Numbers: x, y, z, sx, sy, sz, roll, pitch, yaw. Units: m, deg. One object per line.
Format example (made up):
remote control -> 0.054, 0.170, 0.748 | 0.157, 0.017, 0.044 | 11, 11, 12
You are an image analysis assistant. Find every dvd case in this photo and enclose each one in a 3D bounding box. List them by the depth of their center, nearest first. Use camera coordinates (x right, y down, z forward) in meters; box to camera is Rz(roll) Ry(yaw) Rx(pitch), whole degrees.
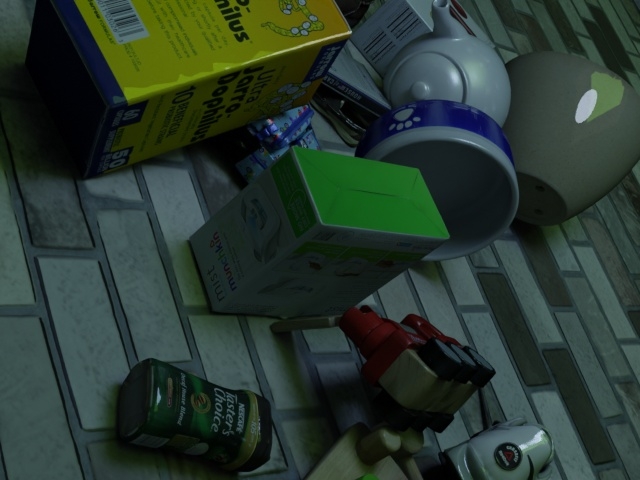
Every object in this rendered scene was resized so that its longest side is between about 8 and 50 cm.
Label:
dvd case -> 0.006, -0.316, 1.818 | 0.239, 0.029, 0.179 | 27, 24, -31

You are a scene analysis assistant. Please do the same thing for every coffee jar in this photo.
coffee jar -> -0.141, 0.209, 1.215 | 0.184, 0.079, 0.096 | 24, 44, -34

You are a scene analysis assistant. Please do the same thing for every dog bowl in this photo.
dog bowl -> 0.182, -0.094, 1.668 | 0.265, 0.265, 0.104 | 33, 37, -25

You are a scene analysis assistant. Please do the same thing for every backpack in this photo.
backpack -> -0.069, -0.150, 1.568 | 0.173, 0.117, 0.158 | 53, 36, -5

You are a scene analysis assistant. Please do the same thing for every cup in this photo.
cup -> 0.449, -0.171, 2.031 | 0.331, 0.331, 0.237 | 40, 63, -17

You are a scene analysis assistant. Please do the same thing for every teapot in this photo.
teapot -> 0.206, -0.254, 1.846 | 0.256, 0.253, 0.187 | 59, 26, 9

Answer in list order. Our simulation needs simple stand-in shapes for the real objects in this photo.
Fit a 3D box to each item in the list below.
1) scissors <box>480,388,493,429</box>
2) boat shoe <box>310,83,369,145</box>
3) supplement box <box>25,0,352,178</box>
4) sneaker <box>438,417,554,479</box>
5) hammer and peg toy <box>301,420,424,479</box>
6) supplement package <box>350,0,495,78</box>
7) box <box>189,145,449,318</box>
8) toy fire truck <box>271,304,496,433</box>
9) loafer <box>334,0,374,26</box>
scissors -> 0.277, 0.340, 1.615 | 0.109, 0.021, 0.297 | 59, 16, -30
boat shoe -> 0.030, -0.235, 1.802 | 0.152, 0.049, 0.056 | 47, 37, -7
supplement box -> -0.175, -0.253, 1.362 | 0.357, 0.194, 0.195 | -23, 77, -28
sneaker -> 0.244, 0.307, 1.386 | 0.122, 0.146, 0.330 | 62, -4, 13
hammer and peg toy -> 0.095, 0.366, 1.301 | 0.266, 0.127, 0.361 | 53, 36, 1
supplement package -> 0.204, -0.392, 2.043 | 0.203, 0.149, 0.194 | 49, 36, -3
box -> 0.000, 0.000, 1.417 | 0.262, 0.231, 0.126 | 5, 56, -46
toy fire truck -> 0.081, 0.149, 1.414 | 0.246, 0.158, 0.217 | 45, 11, 26
loafer -> 0.045, -0.479, 1.939 | 0.134, 0.130, 0.366 | 49, 28, -5
